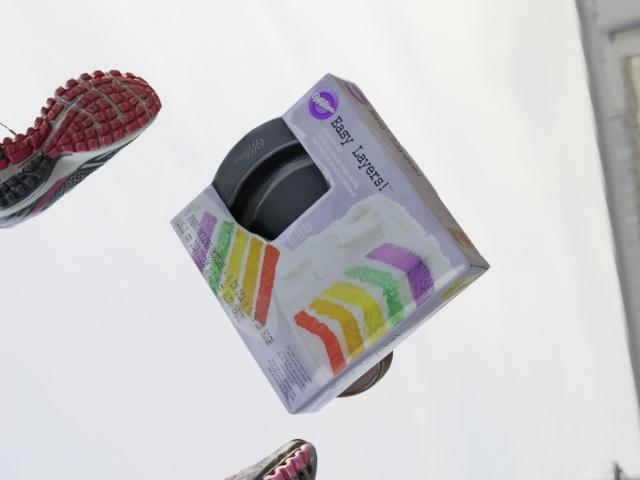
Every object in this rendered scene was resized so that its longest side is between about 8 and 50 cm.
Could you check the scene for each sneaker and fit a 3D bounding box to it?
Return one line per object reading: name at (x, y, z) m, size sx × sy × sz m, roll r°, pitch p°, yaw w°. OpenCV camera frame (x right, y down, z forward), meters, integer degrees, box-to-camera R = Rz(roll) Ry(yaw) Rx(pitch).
sneaker at (-0.053, 0.147, 0.593) m, size 0.119 × 0.057 × 0.047 m, roll -38°, pitch -43°, yaw -30°
sneaker at (-0.354, -0.128, 1.470) m, size 0.121 × 0.299 × 0.112 m, roll 54°, pitch 170°, yaw 17°

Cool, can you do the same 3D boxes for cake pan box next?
cake pan box at (0.000, 0.000, 1.082) m, size 0.267 × 0.246 × 0.070 m, roll 57°, pitch -162°, yaw 20°

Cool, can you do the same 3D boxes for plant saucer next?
plant saucer at (0.027, 0.181, 1.611) m, size 0.029 × 0.168 × 0.168 m, roll -89°, pitch -25°, yaw -55°
